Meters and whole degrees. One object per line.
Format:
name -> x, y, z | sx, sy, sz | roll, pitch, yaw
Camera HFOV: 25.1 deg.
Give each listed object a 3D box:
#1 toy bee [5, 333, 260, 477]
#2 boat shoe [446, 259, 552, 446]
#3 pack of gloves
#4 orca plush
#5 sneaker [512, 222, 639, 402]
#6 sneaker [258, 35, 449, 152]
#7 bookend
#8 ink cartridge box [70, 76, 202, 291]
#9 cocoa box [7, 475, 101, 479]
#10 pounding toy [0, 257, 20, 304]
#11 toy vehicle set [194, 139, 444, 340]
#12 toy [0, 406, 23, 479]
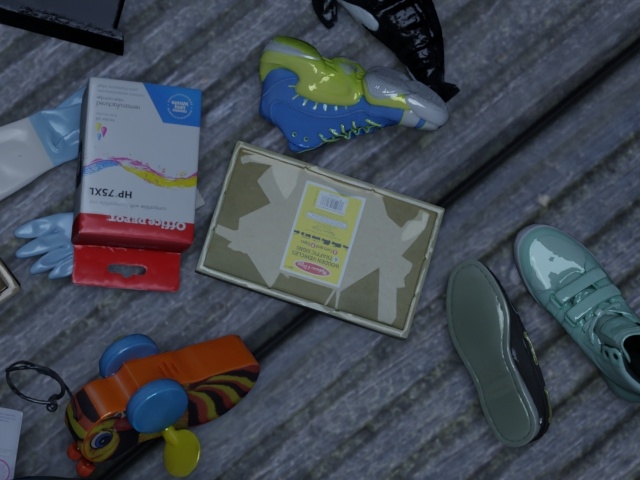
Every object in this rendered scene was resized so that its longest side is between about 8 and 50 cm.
toy bee -> -0.224, 0.185, 1.627 | 0.298, 0.195, 0.162 | 10, 126, -20
boat shoe -> 0.214, 0.132, 1.719 | 0.081, 0.069, 0.227 | -22, 80, 31
pack of gloves -> -0.285, -0.073, 1.708 | 0.232, 0.046, 0.195 | -29, 88, -19
orca plush -> 0.074, -0.291, 1.734 | 0.151, 0.102, 0.287 | -17, 86, -8
sneaker -> 0.332, 0.077, 1.695 | 0.094, 0.151, 0.256 | -37, 87, -7
sneaker -> 0.031, -0.151, 1.710 | 0.240, 0.091, 0.126 | 24, 111, 18
bookend -> -0.292, -0.321, 1.713 | 0.156, 0.072, 0.157 | 14, 81, -5
ink cartridge box -> -0.213, -0.062, 1.661 | 0.134, 0.078, 0.231 | 5, 79, -15
cocoa box -> -0.175, 0.383, 1.560 | 0.347, 0.231, 0.228 | 7, 82, -5
pounding toy -> -0.423, 0.024, 1.656 | 0.130, 0.100, 0.141 | -37, 99, -9
toy vehicle set -> 0.000, 0.000, 1.725 | 0.267, 0.035, 0.166 | 19, 82, -4
toy -> -0.408, 0.296, 1.629 | 0.137, 0.056, 0.237 | 9, 90, 11
